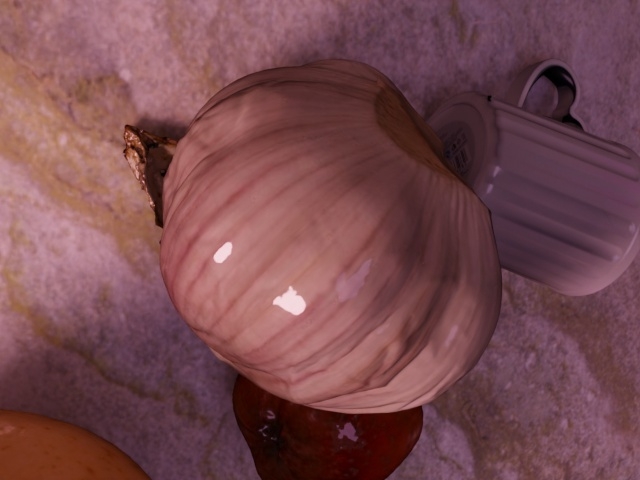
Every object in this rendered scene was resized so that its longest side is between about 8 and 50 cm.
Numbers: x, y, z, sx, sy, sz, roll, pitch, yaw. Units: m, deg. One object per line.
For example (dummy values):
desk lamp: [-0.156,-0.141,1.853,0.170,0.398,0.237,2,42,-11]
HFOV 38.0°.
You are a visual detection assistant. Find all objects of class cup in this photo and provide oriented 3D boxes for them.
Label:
cup: [0.199,-0.069,0.948,0.202,0.221,0.167,18,136,-28]

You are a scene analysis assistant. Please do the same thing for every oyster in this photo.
oyster: [-0.131,-0.047,0.842,0.086,0.029,0.132,-23,108,-41]

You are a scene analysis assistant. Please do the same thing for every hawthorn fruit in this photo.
hawthorn fruit: [0.021,0.163,0.929,0.200,0.179,0.179,-21,120,-37]

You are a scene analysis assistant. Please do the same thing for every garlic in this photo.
garlic: [0.000,0.000,0.774,0.259,0.317,0.317,-41,124,10]

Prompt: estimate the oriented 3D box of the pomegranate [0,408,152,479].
pomegranate: [-0.259,0.319,0.729,0.412,0.411,0.411,-10,114,-23]
